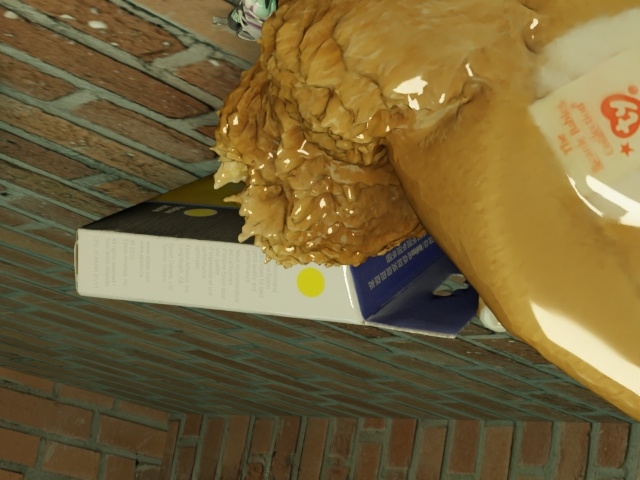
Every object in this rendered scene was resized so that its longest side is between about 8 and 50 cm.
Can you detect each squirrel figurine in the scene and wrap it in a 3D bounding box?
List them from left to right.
[{"bbox_3d":[0.137,-0.057,0.839,0.397,0.281,0.370,22,177,7],"label":"squirrel figurine"}]

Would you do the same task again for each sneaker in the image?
[{"bbox_3d":[-0.048,-0.155,0.894,0.069,0.038,0.098,-1,161,32],"label":"sneaker"}]

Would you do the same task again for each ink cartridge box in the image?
[{"bbox_3d":[0.000,0.000,1.123,0.307,0.072,0.303,4,-168,18],"label":"ink cartridge box"}]
